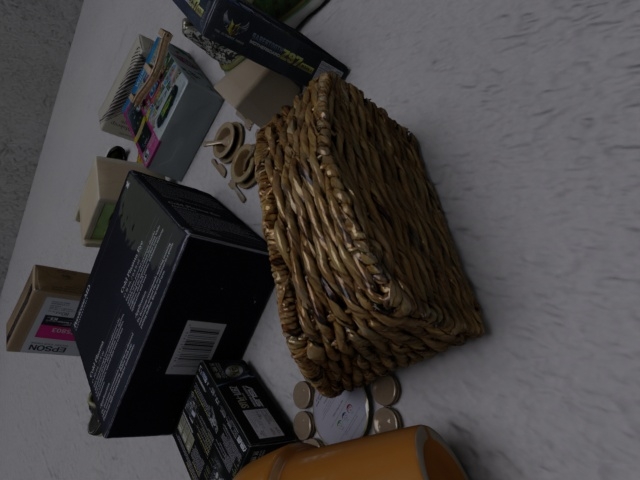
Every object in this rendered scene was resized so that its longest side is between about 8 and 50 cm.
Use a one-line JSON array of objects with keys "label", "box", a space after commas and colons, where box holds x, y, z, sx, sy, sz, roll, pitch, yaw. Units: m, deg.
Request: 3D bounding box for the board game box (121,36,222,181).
[{"label": "board game box", "box": [-0.363, -0.320, 1.139, 0.224, 0.097, 0.303, -55, 44, 19]}]

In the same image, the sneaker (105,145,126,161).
[{"label": "sneaker", "box": [-0.614, -0.207, 1.403, 0.074, 0.063, 0.170, -14, 62, 52]}]

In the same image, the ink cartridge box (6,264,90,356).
[{"label": "ink cartridge box", "box": [-0.555, 0.169, 1.084, 0.193, 0.234, 0.088, -55, 43, 21]}]

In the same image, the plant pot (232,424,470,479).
[{"label": "plant pot", "box": [0.043, 0.269, 0.434, 0.188, 0.205, 0.205, -33, 53, 18]}]

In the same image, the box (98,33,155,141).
[{"label": "box", "box": [-0.506, -0.413, 1.316, 0.275, 0.113, 0.094, -47, 48, 29]}]

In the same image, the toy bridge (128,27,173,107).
[{"label": "toy bridge", "box": [-0.389, -0.391, 1.098, 0.188, 0.026, 0.063, -58, 45, 16]}]

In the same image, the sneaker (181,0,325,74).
[{"label": "sneaker", "box": [-0.100, -0.460, 0.824, 0.410, 0.182, 0.158, -45, 48, 28]}]

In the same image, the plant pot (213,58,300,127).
[{"label": "plant pot", "box": [-0.101, -0.257, 0.824, 0.096, 0.109, 0.109, -51, 45, 10]}]

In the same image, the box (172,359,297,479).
[{"label": "box", "box": [-0.131, 0.285, 0.688, 0.180, 0.077, 0.147, 37, 110, 48]}]

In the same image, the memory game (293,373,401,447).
[{"label": "memory game", "box": [0.026, 0.211, 0.595, 0.186, 0.012, 0.186, -18, 65, 44]}]

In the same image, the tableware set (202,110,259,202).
[{"label": "tableware set", "box": [-0.167, -0.171, 0.913, 0.128, 0.039, 0.194, -58, 43, 17]}]

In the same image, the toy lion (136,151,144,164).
[{"label": "toy lion", "box": [-0.481, -0.235, 1.293, 0.096, 0.034, 0.100, -53, 44, 33]}]

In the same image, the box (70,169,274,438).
[{"label": "box", "box": [-0.268, 0.097, 0.832, 0.312, 0.179, 0.343, 36, 104, 46]}]

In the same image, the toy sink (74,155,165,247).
[{"label": "toy sink", "box": [-0.472, -0.063, 1.117, 0.234, 0.152, 0.131, -45, 52, 39]}]

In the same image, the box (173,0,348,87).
[{"label": "box", "box": [-0.092, -0.316, 0.730, 0.059, 0.232, 0.183, -58, 43, 21]}]

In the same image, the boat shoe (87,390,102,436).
[{"label": "boat shoe", "box": [-0.484, 0.354, 1.068, 0.223, 0.073, 0.080, -54, 44, 21]}]

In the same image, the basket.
[{"label": "basket", "box": [0.000, 0.000, 0.530, 0.223, 0.213, 0.299, -32, 54, 32]}]
